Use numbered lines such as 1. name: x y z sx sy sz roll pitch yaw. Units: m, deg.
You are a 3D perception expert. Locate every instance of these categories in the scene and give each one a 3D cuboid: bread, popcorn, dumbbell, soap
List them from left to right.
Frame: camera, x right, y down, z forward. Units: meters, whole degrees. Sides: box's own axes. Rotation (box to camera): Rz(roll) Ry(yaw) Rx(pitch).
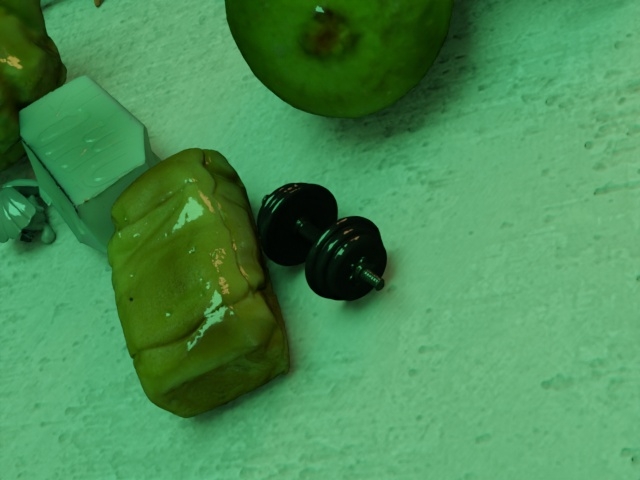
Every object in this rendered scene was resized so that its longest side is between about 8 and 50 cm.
1. popcorn: -0.482 -0.215 1.738 0.274 0.279 0.335 -34 23 -26
2. soap: -0.279 -0.095 1.629 0.145 0.091 0.230 -36 48 -17
3. bread: -0.136 0.039 1.445 0.167 0.132 0.294 -35 49 20
4. dumbbell: 0.000 0.000 1.404 0.099 0.099 0.208 -49 47 -5

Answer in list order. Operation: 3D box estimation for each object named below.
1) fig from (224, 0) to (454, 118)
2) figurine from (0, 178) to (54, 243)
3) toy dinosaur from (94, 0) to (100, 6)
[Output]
1. fig: 0.026 -0.298 1.492 0.258 0.258 0.326 -17 36 23
2. figurine: -0.385 -0.033 1.704 0.094 0.082 0.086 -19 68 34
3. toy dinosaur: -0.450 -0.352 1.945 0.280 0.055 0.101 13 100 11
